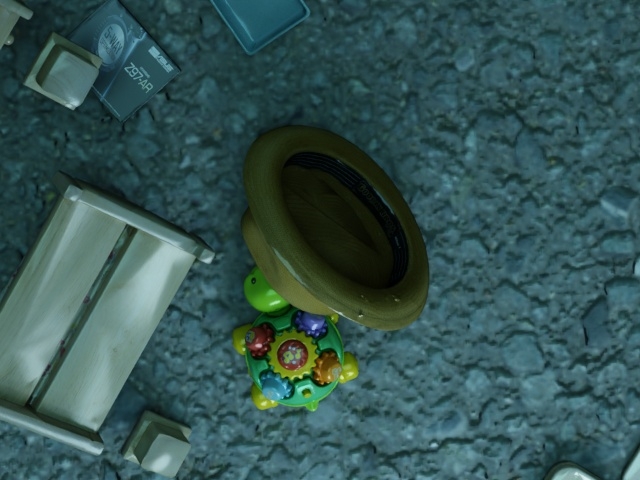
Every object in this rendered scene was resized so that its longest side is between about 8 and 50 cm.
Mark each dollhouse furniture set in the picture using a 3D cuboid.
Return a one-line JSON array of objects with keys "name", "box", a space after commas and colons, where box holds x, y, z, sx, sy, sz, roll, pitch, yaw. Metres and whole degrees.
[{"name": "dollhouse furniture set", "box": [-0.214, -0.019, 1.233, 0.355, 0.174, 0.303, 28, 96, -30]}]

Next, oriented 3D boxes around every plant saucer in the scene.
[{"name": "plant saucer", "box": [-0.085, -0.246, 1.214, 0.067, 0.018, 0.192, -31, 98, 23]}]

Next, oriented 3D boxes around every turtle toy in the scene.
[{"name": "turtle toy", "box": [-0.027, 0.080, 1.244, 0.095, 0.066, 0.130, -20, 87, 0]}]

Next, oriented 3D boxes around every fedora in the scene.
[{"name": "fedora", "box": [0.000, 0.000, 1.209, 0.194, 0.194, 0.079, 48, 127, -7]}]

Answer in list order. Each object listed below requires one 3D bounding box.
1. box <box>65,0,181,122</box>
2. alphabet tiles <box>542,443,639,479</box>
[{"name": "box", "box": [-0.166, -0.148, 1.232, 0.067, 0.018, 0.083, -41, 97, 4]}, {"name": "alphabet tiles", "box": [0.293, 0.316, 1.314, 0.284, 0.021, 0.278, 31, 96, -6]}]
